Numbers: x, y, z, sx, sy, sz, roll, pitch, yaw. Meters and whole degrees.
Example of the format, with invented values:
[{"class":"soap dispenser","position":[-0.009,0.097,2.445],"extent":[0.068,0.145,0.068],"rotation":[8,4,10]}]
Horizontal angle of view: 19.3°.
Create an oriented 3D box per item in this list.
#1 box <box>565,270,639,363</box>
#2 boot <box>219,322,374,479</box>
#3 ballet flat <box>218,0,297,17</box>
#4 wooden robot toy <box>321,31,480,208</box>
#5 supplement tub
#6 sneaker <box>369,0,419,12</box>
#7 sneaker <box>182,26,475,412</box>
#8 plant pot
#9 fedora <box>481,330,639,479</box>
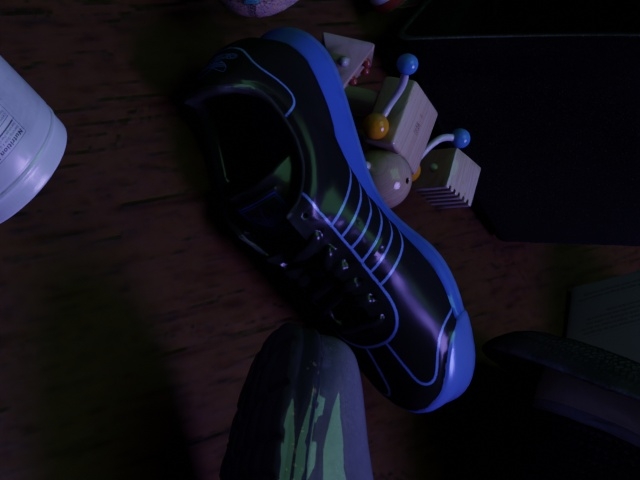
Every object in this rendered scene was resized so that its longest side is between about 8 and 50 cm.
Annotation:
[{"class":"box","position":[0.234,0.081,1.291],"extent":[0.102,0.101,0.087],"rotation":[45,43,-35]},{"class":"boot","position":[0.067,0.209,0.891],"extent":[0.223,0.118,0.338],"rotation":[1,82,-14]},{"class":"ballet flat","position":[-0.003,-0.223,1.103],"extent":[0.316,0.108,0.106],"rotation":[-56,144,-50]},{"class":"wooden robot toy","position":[0.033,-0.048,1.090],"extent":[0.173,0.076,0.079],"rotation":[47,53,-56]},{"class":"supplement tub","position":[-0.168,-0.061,0.805],"extent":[0.107,0.071,0.071],"rotation":[48,41,-33]},{"class":"sneaker","position":[0.051,-0.191,1.203],"extent":[0.067,0.042,0.118],"rotation":[53,46,-21]},{"class":"sneaker","position":[0.000,0.000,1.018],"extent":[0.090,0.081,0.232],"rotation":[-35,98,-52]},{"class":"plant pot","position":[0.179,-0.097,1.228],"extent":[0.188,0.187,0.167],"rotation":[-52,137,-52]},{"class":"fedora","position":[0.217,0.185,1.131],"extent":[0.334,0.334,0.152],"rotation":[33,81,-44]}]
